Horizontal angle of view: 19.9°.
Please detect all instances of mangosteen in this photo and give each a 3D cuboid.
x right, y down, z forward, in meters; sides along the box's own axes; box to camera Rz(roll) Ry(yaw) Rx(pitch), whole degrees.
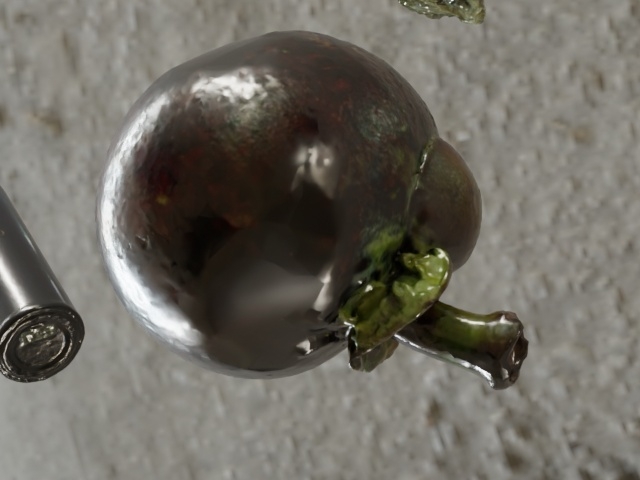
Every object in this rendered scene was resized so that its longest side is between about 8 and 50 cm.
[{"bbox_3d":[0.000,0.000,1.129,0.289,0.231,0.231,38,126,26],"label":"mangosteen"}]

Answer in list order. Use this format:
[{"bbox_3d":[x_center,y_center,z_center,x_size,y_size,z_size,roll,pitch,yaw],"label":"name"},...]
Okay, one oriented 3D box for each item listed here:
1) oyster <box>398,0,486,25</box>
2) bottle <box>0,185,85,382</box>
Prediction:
[{"bbox_3d":[0.054,-0.169,0.973,0.098,0.037,0.100,14,82,22],"label":"oyster"},{"bbox_3d":[-0.258,0.013,1.420,0.244,0.072,0.082,52,144,44],"label":"bottle"}]
